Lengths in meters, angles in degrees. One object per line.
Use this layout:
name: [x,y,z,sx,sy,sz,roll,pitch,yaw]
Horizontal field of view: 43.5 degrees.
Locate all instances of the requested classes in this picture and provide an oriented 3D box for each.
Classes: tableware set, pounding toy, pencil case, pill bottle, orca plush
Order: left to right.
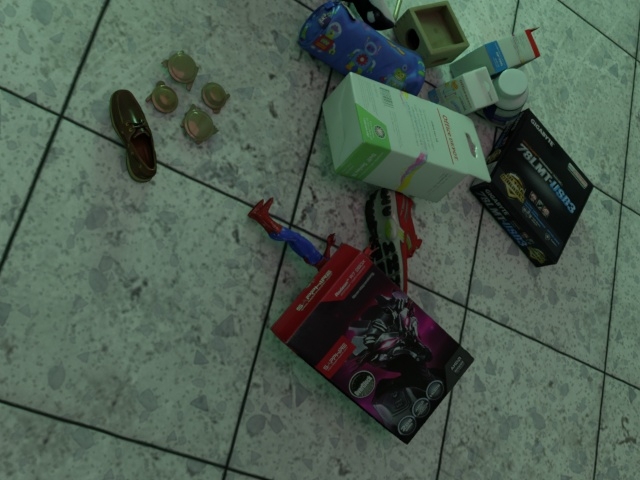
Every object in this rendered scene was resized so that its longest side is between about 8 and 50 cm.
tableware set: [-0.257,-0.282,1.583,0.168,0.020,0.141,39,62,-21]
orca plush: [0.063,-0.594,1.815,0.102,0.151,0.287,-26,105,8]
pencil case: [0.100,-0.417,1.785,0.306,0.133,0.119,27,28,-27]
pounding toy: [0.224,-0.515,1.918,0.181,0.094,0.206,-20,81,-30]
pill bottle: [0.456,-0.352,1.969,0.094,0.169,0.094,0,75,2]

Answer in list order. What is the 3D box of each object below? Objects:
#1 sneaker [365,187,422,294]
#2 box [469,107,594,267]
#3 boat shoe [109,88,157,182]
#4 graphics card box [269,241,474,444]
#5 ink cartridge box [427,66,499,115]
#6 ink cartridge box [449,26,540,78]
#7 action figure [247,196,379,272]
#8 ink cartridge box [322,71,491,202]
sneaker: [0.173,0.021,1.748,0.118,0.107,0.279,10,74,-37]
box: [0.545,-0.135,2.050,0.295,0.073,0.293,46,59,-17]
boat shoe: [-0.338,-0.198,1.484,0.064,0.060,0.178,-15,88,-35]
graphics card box: [0.110,0.210,1.608,0.371,0.094,0.233,44,82,-24]
ink cartridge box: [0.347,-0.348,1.922,0.089,0.143,0.092,-24,92,-35]
ink cartridge box: [0.454,-0.459,2.024,0.231,0.134,0.078,-25,92,-34]
action figure: [0.000,0.000,1.635,0.139,0.091,0.280,-47,106,-15]
ink cartridge box: [0.191,-0.213,1.768,0.353,0.119,0.207,14,50,-30]
